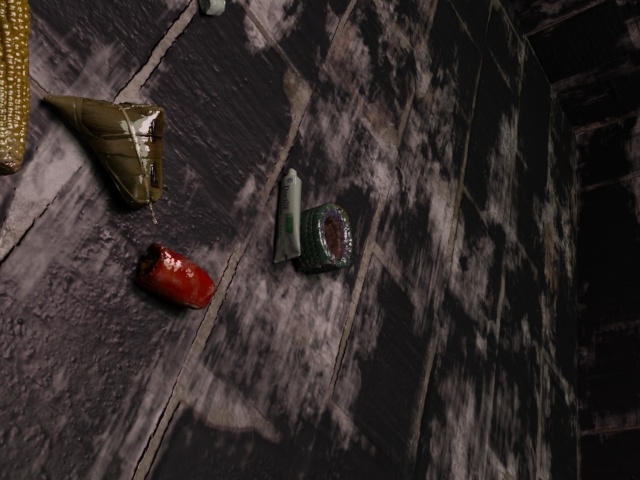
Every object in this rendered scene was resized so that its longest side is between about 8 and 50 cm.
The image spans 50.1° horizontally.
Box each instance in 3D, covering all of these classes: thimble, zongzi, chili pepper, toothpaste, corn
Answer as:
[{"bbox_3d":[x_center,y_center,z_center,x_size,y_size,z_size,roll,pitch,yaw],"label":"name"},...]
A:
[{"bbox_3d":[0.001,-0.002,1.391,0.118,0.090,0.135,11,67,-52],"label":"thimble"},{"bbox_3d":[-0.325,-0.118,1.025,0.177,0.081,0.189,2,87,-32],"label":"zongzi"},{"bbox_3d":[-0.222,0.060,1.073,0.123,0.070,0.073,35,32,-39],"label":"chili pepper"},{"bbox_3d":[-0.062,-0.053,1.361,0.041,0.064,0.218,40,42,-44],"label":"toothpaste"},{"bbox_3d":[-0.429,-0.240,0.896,0.097,0.096,0.320,10,69,-53],"label":"corn"}]

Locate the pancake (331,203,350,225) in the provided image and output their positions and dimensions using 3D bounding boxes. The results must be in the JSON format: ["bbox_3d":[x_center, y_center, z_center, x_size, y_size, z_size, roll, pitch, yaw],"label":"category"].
[{"bbox_3d":[0.040,-0.032,1.526,0.108,0.017,0.108,33,48,-47],"label":"pancake"}]

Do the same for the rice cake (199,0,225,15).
[{"bbox_3d":[-0.242,-0.559,1.341,0.045,0.042,0.246,-15,87,-45],"label":"rice cake"}]
